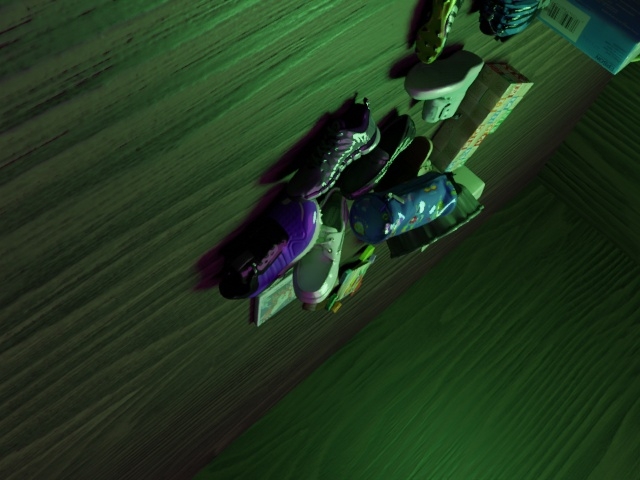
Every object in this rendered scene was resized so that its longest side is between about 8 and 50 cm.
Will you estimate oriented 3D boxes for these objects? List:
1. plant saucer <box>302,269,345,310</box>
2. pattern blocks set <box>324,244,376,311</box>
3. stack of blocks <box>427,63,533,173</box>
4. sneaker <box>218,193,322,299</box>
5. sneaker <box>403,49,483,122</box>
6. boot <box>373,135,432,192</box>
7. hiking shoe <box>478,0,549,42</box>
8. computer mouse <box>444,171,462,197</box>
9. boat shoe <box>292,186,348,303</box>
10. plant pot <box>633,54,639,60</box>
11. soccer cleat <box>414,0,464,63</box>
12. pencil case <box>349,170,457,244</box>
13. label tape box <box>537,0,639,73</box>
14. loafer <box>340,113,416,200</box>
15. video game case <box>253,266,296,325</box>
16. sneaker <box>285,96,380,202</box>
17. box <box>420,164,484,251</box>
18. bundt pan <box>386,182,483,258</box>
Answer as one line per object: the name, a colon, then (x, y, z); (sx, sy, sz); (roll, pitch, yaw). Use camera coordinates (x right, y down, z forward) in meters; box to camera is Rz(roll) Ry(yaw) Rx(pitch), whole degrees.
plant saucer: (0.023, 0.183, 1.818); (0.198, 0.036, 0.199); (-39, 163, -15)
pattern blocks set: (0.115, 0.141, 1.842); (0.325, 0.026, 0.286); (-34, 154, -55)
stack of blocks: (0.429, -0.334, 1.441); (0.171, 0.087, 0.297); (-21, 152, -49)
sneaker: (-0.112, 0.023, 1.038); (0.146, 0.102, 0.293); (-18, 149, -53)
sneaker: (0.243, -0.297, 1.092); (0.255, 0.094, 0.151); (-32, 153, -41)
boot: (0.245, -0.200, 1.363); (0.165, 0.077, 0.213); (-25, 159, -45)
hiking shoe: (0.356, -0.445, 0.983); (0.304, 0.113, 0.132); (-15, 146, -57)
computer mouse: (0.304, -0.147, 1.500); (0.184, 0.060, 0.262); (-25, -166, 17)
boat shoe: (0.000, 0.000, 1.122); (0.096, 0.098, 0.277); (92, 10, -55)
plant pot: (0.885, -0.670, 1.464); (0.254, 0.276, 0.276); (-43, 167, -47)
soccer cleat: (0.211, -0.385, 0.894); (0.072, 0.060, 0.179); (-37, 159, -25)
pencil case: (0.204, -0.085, 1.241); (0.306, 0.119, 0.133); (-21, 151, -42)
label tape box: (0.739, -0.594, 1.262); (0.347, 0.249, 0.115); (-38, 161, -18)
loafer: (0.121, -0.184, 1.135); (0.223, 0.076, 0.078); (-48, 158, -3)
video game case: (-0.108, 0.146, 1.460); (0.183, 0.023, 0.201); (-35, 161, -25)
sneaker: (0.012, -0.169, 0.956); (0.223, 0.083, 0.098); (-44, 142, -16)
box: (0.439, -0.118, 1.904); (0.311, 0.121, 0.148); (-43, 163, -4)
bundt pan: (0.334, -0.076, 1.648); (0.330, 0.124, 0.331); (-31, -178, 1)
